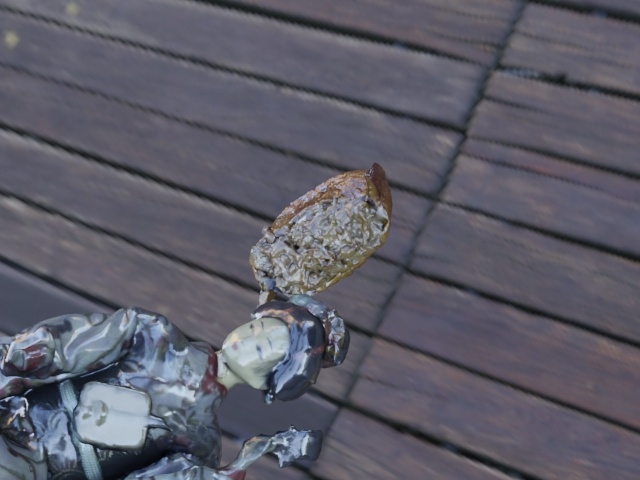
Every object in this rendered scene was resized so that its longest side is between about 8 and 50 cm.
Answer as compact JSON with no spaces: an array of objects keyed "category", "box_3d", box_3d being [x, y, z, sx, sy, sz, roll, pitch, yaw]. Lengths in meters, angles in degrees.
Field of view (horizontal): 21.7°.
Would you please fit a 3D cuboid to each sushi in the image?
[{"category":"sushi","box_3d":[0.000,0.000,1.052,0.120,0.052,0.055,-31,15,23]}]

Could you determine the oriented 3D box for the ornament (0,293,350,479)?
[{"category":"ornament","box_3d":[-0.071,0.082,0.708,0.196,0.153,0.166,-29,91,-9]}]
